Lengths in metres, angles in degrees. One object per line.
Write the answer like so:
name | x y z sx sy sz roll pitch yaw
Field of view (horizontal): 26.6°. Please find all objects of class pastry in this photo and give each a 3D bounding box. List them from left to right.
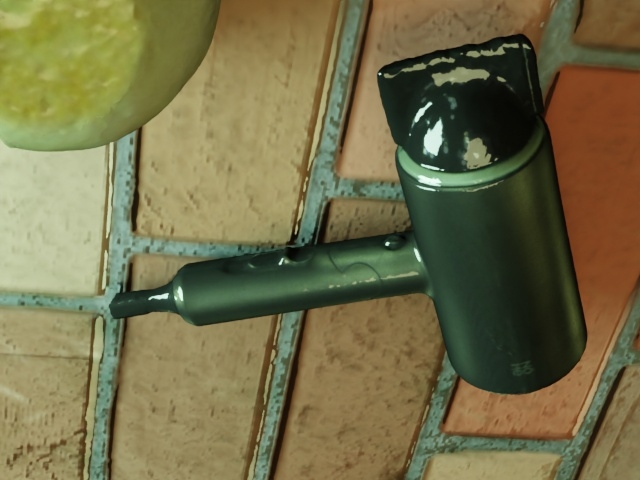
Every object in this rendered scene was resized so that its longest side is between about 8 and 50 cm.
pastry | -0.115 -0.111 0.562 0.156 0.092 0.156 -8 130 -9

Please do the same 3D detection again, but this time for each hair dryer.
hair dryer | 0.000 0.000 0.689 0.248 0.078 0.195 -11 129 11
